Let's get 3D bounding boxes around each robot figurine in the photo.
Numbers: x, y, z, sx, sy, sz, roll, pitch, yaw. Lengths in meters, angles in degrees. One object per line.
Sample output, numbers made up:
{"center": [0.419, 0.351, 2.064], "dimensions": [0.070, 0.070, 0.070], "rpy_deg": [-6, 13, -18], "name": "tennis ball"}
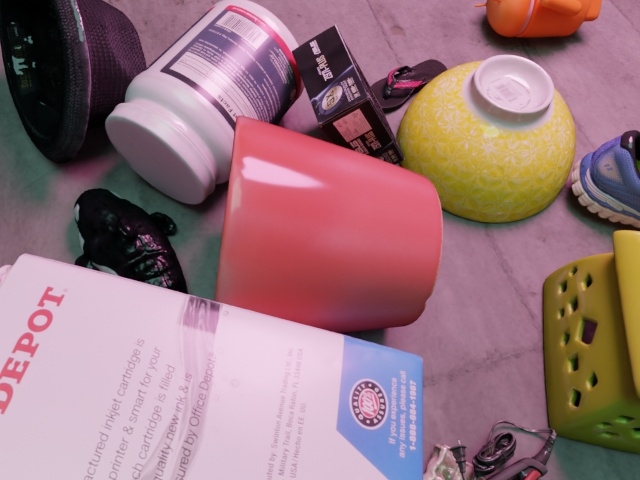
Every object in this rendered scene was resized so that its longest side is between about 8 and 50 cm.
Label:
{"center": [0.413, -0.451, 0.939], "dimensions": [0.219, 0.128, 0.158], "rpy_deg": [-3, 62, -4], "name": "robot figurine"}

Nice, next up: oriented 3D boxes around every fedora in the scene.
{"center": [-0.373, -0.285, 0.777], "dimensions": [0.152, 0.334, 0.334], "rpy_deg": [-14, 58, -44], "name": "fedora"}

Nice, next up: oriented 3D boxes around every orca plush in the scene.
{"center": [-0.264, 0.023, 0.672], "dimensions": [0.151, 0.102, 0.287], "rpy_deg": [-19, 64, -12], "name": "orca plush"}

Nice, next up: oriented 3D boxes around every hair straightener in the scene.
{"center": [0.192, 0.259, 0.562], "dimensions": [0.230, 0.047, 0.089], "rpy_deg": [-20, 64, -34], "name": "hair straightener"}

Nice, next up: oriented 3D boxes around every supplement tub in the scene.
{"center": [-0.163, -0.209, 0.751], "dimensions": [0.191, 0.191, 0.272], "rpy_deg": [28, 64, 12], "name": "supplement tub"}

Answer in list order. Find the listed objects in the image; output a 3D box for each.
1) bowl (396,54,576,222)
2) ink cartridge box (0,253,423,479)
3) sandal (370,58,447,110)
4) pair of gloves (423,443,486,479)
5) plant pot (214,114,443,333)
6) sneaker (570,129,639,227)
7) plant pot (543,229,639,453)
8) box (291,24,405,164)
{"center": [0.274, -0.190, 0.779], "dimensions": [0.289, 0.156, 0.290], "rpy_deg": [1, 61, -2], "name": "bowl"}
{"center": [-0.121, 0.212, 0.440], "dimensions": [0.394, 0.166, 0.286], "rpy_deg": [17, 52, -9], "name": "ink cartridge box"}
{"center": [0.154, -0.289, 0.892], "dimensions": [0.179, 0.040, 0.067], "rpy_deg": [-33, 68, -18], "name": "sandal"}
{"center": [0.068, 0.298, 0.572], "dimensions": [0.240, 0.042, 0.204], "rpy_deg": [34, 65, 14], "name": "pair of gloves"}
{"center": [0.000, 0.000, 0.618], "dimensions": [0.243, 0.275, 0.275], "rpy_deg": [7, 61, -10], "name": "plant pot"}
{"center": [0.547, -0.053, 0.717], "dimensions": [0.329, 0.147, 0.130], "rpy_deg": [26, 64, 4], "name": "sneaker"}
{"center": [0.418, 0.120, 0.589], "dimensions": [0.227, 0.207, 0.228], "rpy_deg": [9, 61, 3], "name": "plant pot"}
{"center": [0.045, -0.200, 0.754], "dimensions": [0.077, 0.180, 0.148], "rpy_deg": [-26, 63, 15], "name": "box"}
